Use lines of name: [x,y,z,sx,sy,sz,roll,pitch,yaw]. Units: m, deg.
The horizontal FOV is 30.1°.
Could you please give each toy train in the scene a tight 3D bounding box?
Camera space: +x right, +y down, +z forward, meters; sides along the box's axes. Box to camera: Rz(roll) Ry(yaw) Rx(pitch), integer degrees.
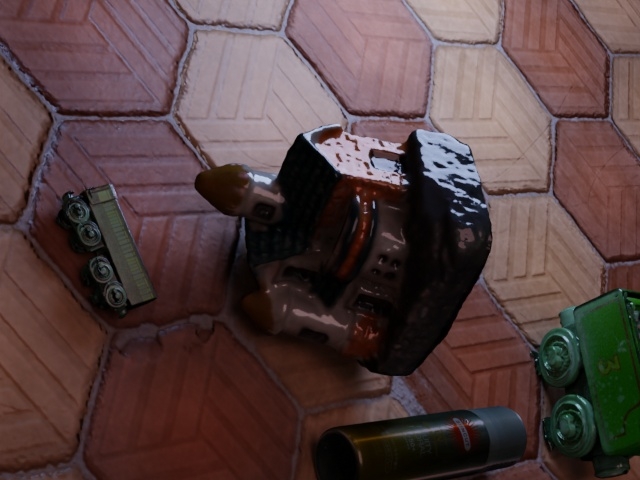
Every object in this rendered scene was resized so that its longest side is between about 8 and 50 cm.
toy train: [-0.228,0.012,1.269,0.071,0.038,0.148,-17,82,-43]
toy train: [0.398,0.190,1.601,0.132,0.188,0.243,9,63,-34]

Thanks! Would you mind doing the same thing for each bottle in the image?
bottle: [0.126,0.249,1.418,0.286,0.082,0.082,0,69,-40]

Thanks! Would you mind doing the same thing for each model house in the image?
model house: [0.000,0.000,1.335,0.301,0.271,0.190,15,44,-16]
